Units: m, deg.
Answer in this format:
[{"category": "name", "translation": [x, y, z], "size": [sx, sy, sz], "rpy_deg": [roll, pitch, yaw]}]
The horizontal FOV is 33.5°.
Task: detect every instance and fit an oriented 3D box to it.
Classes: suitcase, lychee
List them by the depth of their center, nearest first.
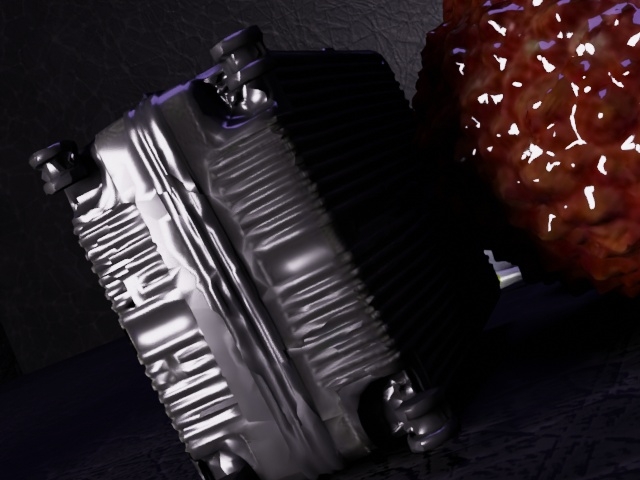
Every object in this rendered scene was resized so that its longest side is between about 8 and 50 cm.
[{"category": "lychee", "translation": [0.194, -0.089, 0.641], "size": [0.300, 0.264, 0.264], "rpy_deg": [-27, -1, 38]}, {"category": "suitcase", "translation": [0.000, 0.000, 0.675], "size": [0.152, 0.230, 0.335], "rpy_deg": [-26, 2, 19]}]

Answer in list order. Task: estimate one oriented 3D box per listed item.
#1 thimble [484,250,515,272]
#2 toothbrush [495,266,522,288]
[{"category": "thimble", "translation": [0.201, -0.061, 1.109], "size": [0.205, 0.172, 0.236], "rpy_deg": [-25, -1, 1]}, {"category": "toothbrush", "translation": [0.147, 0.043, 0.986], "size": [0.263, 0.022, 0.026], "rpy_deg": [-22, -12, 30]}]
